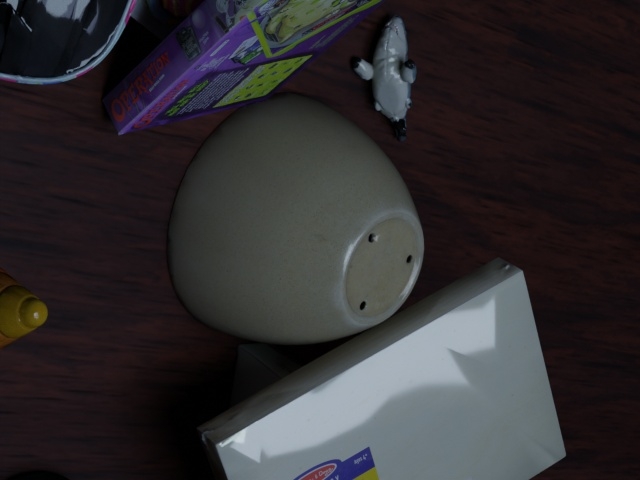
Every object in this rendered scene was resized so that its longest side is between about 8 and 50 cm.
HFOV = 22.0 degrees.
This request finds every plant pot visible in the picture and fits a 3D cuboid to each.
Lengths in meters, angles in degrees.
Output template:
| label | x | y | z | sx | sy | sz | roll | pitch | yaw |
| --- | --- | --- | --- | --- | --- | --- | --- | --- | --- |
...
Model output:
| label | x | y | z | sx | sy | sz | roll | pitch | yaw |
| --- | --- | --- | --- | --- | --- | --- | --- | --- | --- |
| plant pot | 0.000 | 0.000 | 1.804 | 0.284 | 0.191 | 0.284 | -24 | 126 | -38 |

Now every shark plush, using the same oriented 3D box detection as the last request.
| label | x | y | z | sx | sy | sz | roll | pitch | yaw |
| --- | --- | --- | --- | --- | --- | --- | --- | --- | --- |
| shark plush | 0.096 | -0.182 | 1.929 | 0.067 | 0.073 | 0.161 | -72 | 148 | -43 |

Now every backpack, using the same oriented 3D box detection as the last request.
| label | x | y | z | sx | sy | sz | roll | pitch | yaw |
| --- | --- | --- | --- | --- | --- | --- | --- | --- | --- |
| backpack | -0.252 | -0.261 | 1.362 | 0.225 | 0.191 | 0.253 | 15 | 92 | -23 |

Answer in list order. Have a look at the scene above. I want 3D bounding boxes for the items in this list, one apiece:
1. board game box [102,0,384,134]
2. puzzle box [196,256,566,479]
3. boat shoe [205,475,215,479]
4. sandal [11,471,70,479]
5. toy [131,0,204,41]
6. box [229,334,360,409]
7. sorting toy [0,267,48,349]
| label | x | y | z | sx | sy | sz | roll | pitch | yaw |
| --- | --- | --- | --- | --- | --- | --- | --- | --- | --- |
| board game box | -0.040 | -0.213 | 1.578 | 0.208 | 0.347 | 0.056 | -23 | 82 | -44 |
| puzzle box | 0.079 | 0.225 | 1.844 | 0.409 | 0.052 | 0.272 | -27 | 121 | -20 |
| boat shoe | -0.101 | 0.282 | 1.945 | 0.152 | 0.049 | 0.056 | -27 | 150 | -36 |
| sandal | -0.323 | 0.467 | 1.746 | 0.167 | 0.107 | 0.445 | -5 | 113 | -47 |
| toy | -0.127 | -0.259 | 1.590 | 0.137 | 0.056 | 0.237 | -54 | 150 | 1 |
| box | 0.028 | 0.195 | 1.926 | 0.232 | 0.148 | 0.127 | -2 | 110 | -32 |
| sorting toy | -0.376 | 0.051 | 1.432 | 0.365 | 0.126 | 0.127 | 10 | 83 | -52 |
